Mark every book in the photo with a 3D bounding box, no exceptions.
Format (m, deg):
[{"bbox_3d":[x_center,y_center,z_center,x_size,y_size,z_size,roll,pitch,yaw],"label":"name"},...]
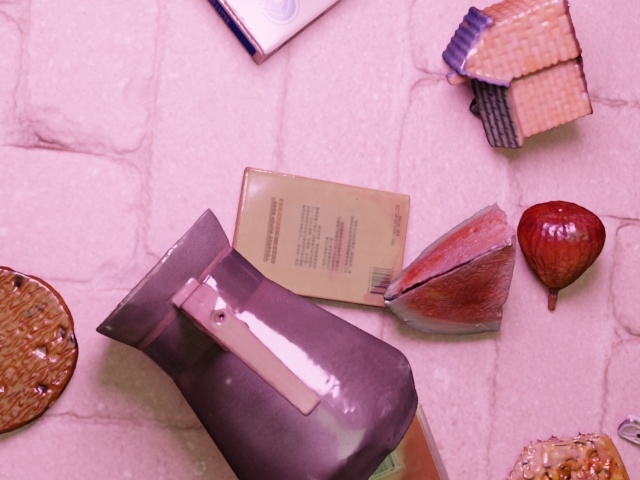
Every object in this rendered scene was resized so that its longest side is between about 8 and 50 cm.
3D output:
[{"bbox_3d":[0.102,0.361,1.368,0.170,0.018,0.242,-20,92,-13],"label":"book"},{"bbox_3d":[0.000,0.000,1.353,0.230,0.026,0.161,10,85,-13],"label":"book"}]

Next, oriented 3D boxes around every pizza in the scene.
[{"bbox_3d":[0.332,0.345,1.400,0.226,0.069,0.147,-2,90,-14],"label":"pizza"}]

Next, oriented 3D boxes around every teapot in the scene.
[{"bbox_3d":[-0.072,0.147,1.194,0.344,0.300,0.253,42,79,-6],"label":"teapot"}]

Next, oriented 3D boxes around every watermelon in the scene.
[{"bbox_3d":[0.175,0.026,1.333,0.207,0.202,0.136,-9,50,-28],"label":"watermelon"}]

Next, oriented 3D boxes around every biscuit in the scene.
[{"bbox_3d":[-0.403,0.135,1.244,0.212,0.036,0.212,0,88,-12],"label":"biscuit"}]

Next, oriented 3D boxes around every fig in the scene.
[{"bbox_3d":[0.315,0.015,1.396,0.119,0.119,0.153,26,107,-11],"label":"fig"}]

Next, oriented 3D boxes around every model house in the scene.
[{"bbox_3d":[0.252,-0.228,1.369,0.172,0.166,0.183,-23,109,1],"label":"model house"}]

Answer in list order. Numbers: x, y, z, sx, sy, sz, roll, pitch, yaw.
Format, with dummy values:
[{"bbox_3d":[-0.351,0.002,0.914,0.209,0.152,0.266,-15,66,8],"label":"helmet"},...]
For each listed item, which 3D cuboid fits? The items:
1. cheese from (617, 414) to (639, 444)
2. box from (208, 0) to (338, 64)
[{"bbox_3d":[0.533,0.308,1.443,0.235,0.127,0.050,24,53,3],"label":"cheese"},{"bbox_3d":[-0.010,-0.415,1.347,0.343,0.065,0.200,-40,98,-12],"label":"box"}]
